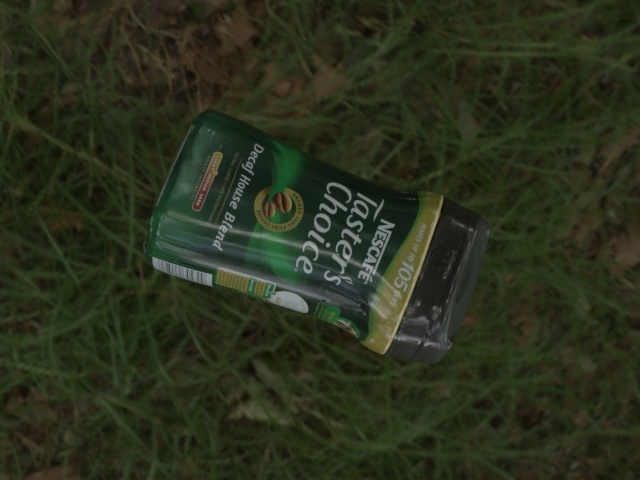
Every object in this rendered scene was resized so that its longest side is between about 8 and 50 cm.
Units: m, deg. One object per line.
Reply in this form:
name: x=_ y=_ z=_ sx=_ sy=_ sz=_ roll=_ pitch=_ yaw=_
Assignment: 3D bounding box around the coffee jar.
coffee jar: x=0.000 y=0.000 z=0.669 sx=0.184 sy=0.079 sz=0.096 roll=20 pitch=72 yaw=0
